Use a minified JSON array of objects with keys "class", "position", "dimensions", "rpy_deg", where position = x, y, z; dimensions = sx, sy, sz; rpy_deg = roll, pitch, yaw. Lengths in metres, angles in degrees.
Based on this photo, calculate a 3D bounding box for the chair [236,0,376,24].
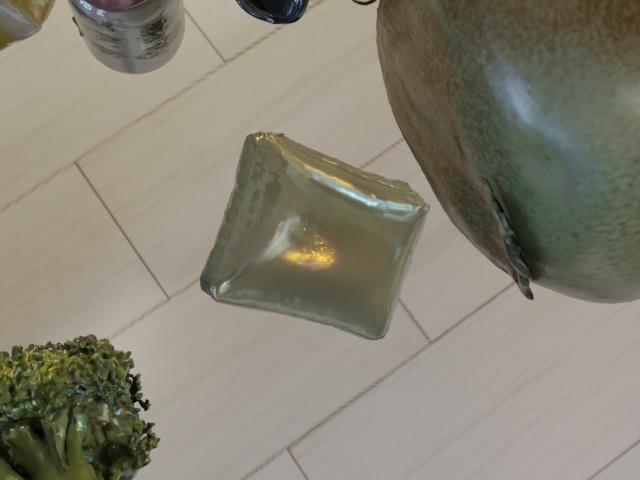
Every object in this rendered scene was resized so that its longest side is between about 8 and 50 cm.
[{"class":"chair","position":[0.017,-0.288,1.021],"dimensions":[0.221,0.104,0.095],"rpy_deg":[-18,40,-32]}]

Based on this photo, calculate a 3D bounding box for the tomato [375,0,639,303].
[{"class":"tomato","position":[0.183,-0.098,0.597],"dimensions":[0.303,0.303,0.239],"rpy_deg":[-11,55,0]}]

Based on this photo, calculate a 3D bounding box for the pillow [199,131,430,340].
[{"class":"pillow","position":[0.000,0.000,1.391],"dimensions":[0.322,0.120,0.255],"rpy_deg":[19,91,-32]}]

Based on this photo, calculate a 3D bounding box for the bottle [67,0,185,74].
[{"class":"bottle","position":[-0.197,-0.257,0.951],"dimensions":[0.120,0.253,0.120],"rpy_deg":[1,83,-7]}]

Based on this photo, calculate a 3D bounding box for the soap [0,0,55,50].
[{"class":"soap","position":[-0.299,-0.196,0.469],"dimensions":[0.199,0.315,0.091],"rpy_deg":[-13,57,30]}]

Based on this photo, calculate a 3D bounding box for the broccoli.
[{"class":"broccoli","position":[-0.315,0.268,0.977],"dimensions":[0.249,0.302,0.375],"rpy_deg":[26,81,-6]}]
